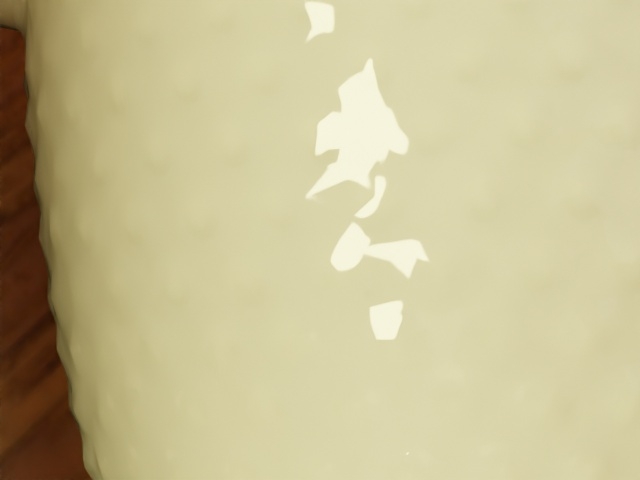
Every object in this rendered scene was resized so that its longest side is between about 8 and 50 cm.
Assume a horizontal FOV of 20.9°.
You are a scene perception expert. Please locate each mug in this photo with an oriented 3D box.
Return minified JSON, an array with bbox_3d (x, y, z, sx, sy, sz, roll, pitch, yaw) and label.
[{"bbox_3d":[0.000,0.000,0.549,0.374,0.276,0.328,-3,87,-7],"label":"mug"}]
